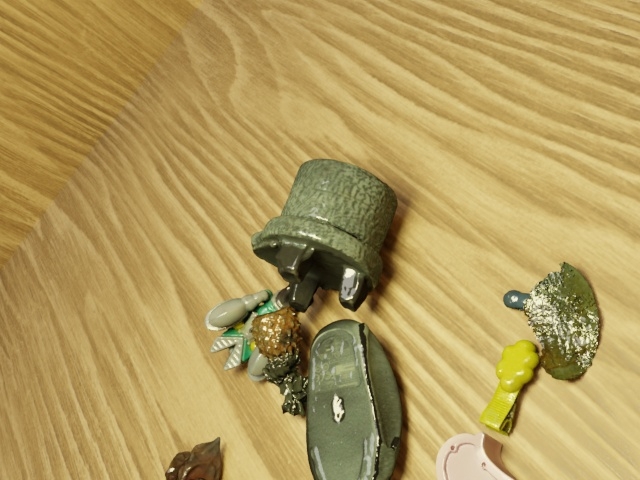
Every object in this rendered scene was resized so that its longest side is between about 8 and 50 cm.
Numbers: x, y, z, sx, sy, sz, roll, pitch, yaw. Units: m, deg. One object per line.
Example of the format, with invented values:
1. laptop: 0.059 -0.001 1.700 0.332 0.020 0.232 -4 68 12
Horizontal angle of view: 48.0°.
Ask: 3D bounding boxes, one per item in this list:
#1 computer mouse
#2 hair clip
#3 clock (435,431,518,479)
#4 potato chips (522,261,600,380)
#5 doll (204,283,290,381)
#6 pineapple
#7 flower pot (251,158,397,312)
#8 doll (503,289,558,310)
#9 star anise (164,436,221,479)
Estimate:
1. computer mouse: 0.067 0.341 1.424 0.203 0.114 0.374 -16 64 32
2. hair clip: 0.336 0.255 1.280 0.072 0.046 0.173 18 76 42
3. clock: 0.241 0.493 1.199 0.290 0.080 0.275 -40 45 15
4. potato chips: 0.421 0.139 1.263 0.142 0.026 0.209 16 74 30
5. doll: -0.163 0.193 1.686 0.194 0.153 0.258 22 89 16
6. pineapple: -0.074 0.267 1.565 0.119 0.111 0.237 -29 75 63
7. flower pot: 0.000 0.000 1.567 0.299 0.299 0.283 0 62 42
8. doll: 0.395 0.115 1.326 0.125 0.027 0.037 9 73 41
9. star anise: -0.297 0.576 1.577 0.315 0.108 0.315 -54 16 23
